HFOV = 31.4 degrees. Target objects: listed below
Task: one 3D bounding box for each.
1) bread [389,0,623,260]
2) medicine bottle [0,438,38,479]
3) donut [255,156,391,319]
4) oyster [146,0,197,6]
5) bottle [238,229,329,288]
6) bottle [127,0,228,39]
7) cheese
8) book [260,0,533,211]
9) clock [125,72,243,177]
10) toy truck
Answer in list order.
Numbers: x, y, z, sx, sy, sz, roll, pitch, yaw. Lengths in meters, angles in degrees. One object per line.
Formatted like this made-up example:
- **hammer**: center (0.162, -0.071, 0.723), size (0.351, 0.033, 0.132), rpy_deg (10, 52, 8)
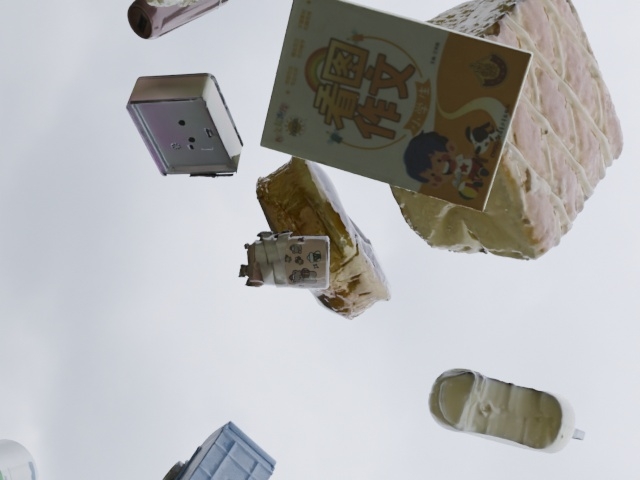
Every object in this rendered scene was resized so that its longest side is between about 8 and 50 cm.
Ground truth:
- **bread**: center (0.288, -0.203, 1.901), size (0.279, 0.371, 0.390), rpy_deg (-2, -55, 40)
- **medicine bottle**: center (-0.604, 0.424, 1.955), size (0.139, 0.237, 0.139), rpy_deg (0, -91, 19)
- **donut**: center (0.000, 0.000, 2.123), size (0.160, 0.330, 0.330), rpy_deg (-35, -142, -1)
- **oyster**: center (-0.167, -0.331, 1.147), size (0.354, 0.107, 0.201), rpy_deg (16, 69, -77)
- **bottle**: center (-0.060, 0.033, 1.874), size (0.099, 0.152, 0.099), rpy_deg (1, 90, -87)
- **bottle**: center (-0.173, -0.295, 1.409), size (0.053, 0.140, 0.053), rpy_deg (28, -44, 31)
- **cheese**: center (0.220, 0.204, 1.332), size (0.163, 0.249, 0.070), rpy_deg (11, -99, 19)
- **book**: center (0.088, -0.171, 1.391), size (0.020, 0.295, 0.208), rpy_deg (-61, 166, -67)
- **clock**: center (-0.227, -0.192, 1.924), size (0.192, 0.147, 0.071), rpy_deg (68, 27, -50)
- **toy truck**: center (-0.207, 0.454, 1.899), size (0.175, 0.146, 0.367), rpy_deg (-47, -175, 31)
